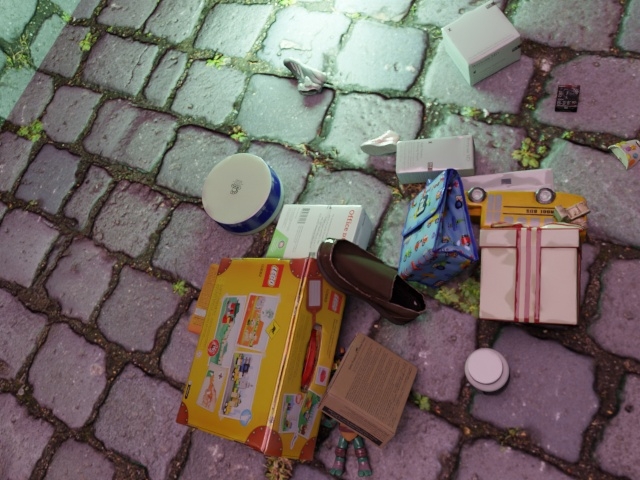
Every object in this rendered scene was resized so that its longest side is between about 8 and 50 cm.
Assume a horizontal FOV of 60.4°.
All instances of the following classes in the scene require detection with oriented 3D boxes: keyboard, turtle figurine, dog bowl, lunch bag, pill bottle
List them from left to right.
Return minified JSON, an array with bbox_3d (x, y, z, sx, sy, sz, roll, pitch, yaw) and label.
[{"bbox_3d":[-0.264,-0.157,1.864,0.264,0.104,0.265,-7,68,18],"label":"dog bowl"},{"bbox_3d":[0.075,0.506,1.480,0.175,0.118,0.234,-9,83,37],"label":"turtle figurine"},{"bbox_3d":[0.323,-0.046,1.541,0.138,0.221,0.293,13,62,-14],"label":"lunch bag"},{"bbox_3d":[0.420,0.329,1.383,0.107,0.180,0.108,-7,69,17],"label":"pill bottle"},{"bbox_3d":[0.543,-0.162,1.605,0.255,0.014,0.072,-4,91,19],"label":"keyboard"}]

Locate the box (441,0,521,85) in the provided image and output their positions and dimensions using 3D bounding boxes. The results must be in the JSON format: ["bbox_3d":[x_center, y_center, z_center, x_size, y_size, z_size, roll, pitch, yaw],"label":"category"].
[{"bbox_3d":[0.511,-0.626,1.747,0.180,0.119,0.182,-28,63,9],"label":"box"}]

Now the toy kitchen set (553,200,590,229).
[{"bbox_3d":[0.646,-0.062,1.388,0.083,0.075,0.068,-26,66,9],"label":"toy kitchen set"}]

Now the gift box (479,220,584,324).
[{"bbox_3d":[0.531,0.083,1.402,0.255,0.276,0.258,1,82,22],"label":"gift box"}]

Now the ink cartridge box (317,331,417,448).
[{"bbox_3d":[0.127,0.381,1.424,0.193,0.088,0.235,31,40,5],"label":"ink cartridge box"}]

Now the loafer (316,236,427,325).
[{"bbox_3d":[0.152,0.099,1.481,0.130,0.365,0.134,-23,40,52],"label":"loafer"}]

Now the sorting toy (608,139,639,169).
[{"bbox_3d":[0.861,-0.250,1.525,0.075,0.045,0.083,-21,63,-10],"label":"sorting toy"}]

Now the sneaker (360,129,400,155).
[{"bbox_3d":[0.199,-0.319,1.789,0.134,0.051,0.070,0,52,31],"label":"sneaker"}]

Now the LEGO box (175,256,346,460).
[{"bbox_3d":[-0.159,0.306,1.540,0.372,0.193,0.501,-1,69,41],"label":"LEGO box"}]

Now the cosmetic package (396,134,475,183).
[{"bbox_3d":[0.353,-0.246,1.682,0.231,0.085,0.118,-3,70,20],"label":"cosmetic package"}]

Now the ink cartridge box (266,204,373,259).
[{"bbox_3d":[0.000,0.000,1.668,0.272,0.115,0.199,3,61,28],"label":"ink cartridge box"}]

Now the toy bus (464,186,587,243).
[{"bbox_3d":[0.552,-0.068,1.527,0.332,0.108,0.130,2,73,21],"label":"toy bus"}]

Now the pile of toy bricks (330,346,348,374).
[{"bbox_3d":[0.038,0.364,1.553,0.212,0.105,0.118,-16,65,14],"label":"pile of toy bricks"}]

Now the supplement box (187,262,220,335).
[{"bbox_3d":[-0.344,0.196,1.774,0.080,0.078,0.234,10,75,23],"label":"supplement box"}]

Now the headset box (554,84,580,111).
[{"bbox_3d":[0.736,-0.427,1.637,0.062,0.032,0.083,7,72,22],"label":"headset box"}]

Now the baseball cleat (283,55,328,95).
[{"bbox_3d":[-0.073,-0.590,1.977,0.205,0.072,0.110,30,89,31],"label":"baseball cleat"}]
